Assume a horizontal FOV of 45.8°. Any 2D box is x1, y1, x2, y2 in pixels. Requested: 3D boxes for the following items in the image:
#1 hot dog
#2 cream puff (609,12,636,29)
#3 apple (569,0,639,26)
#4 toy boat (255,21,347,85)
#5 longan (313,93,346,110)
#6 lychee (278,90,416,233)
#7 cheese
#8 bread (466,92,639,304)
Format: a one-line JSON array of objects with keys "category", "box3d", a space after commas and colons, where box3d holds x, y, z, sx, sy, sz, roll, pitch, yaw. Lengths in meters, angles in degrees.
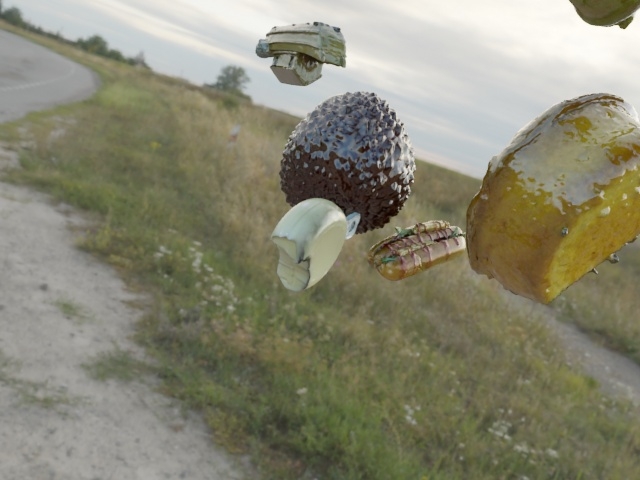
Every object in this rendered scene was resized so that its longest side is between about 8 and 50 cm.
[{"category": "hot dog", "box3d": [0.200, 0.009, 1.507, 0.250, 0.076, 0.104, -18, 48, -34]}, {"category": "cream puff", "box3d": [0.663, -0.584, 1.606, 0.185, 0.281, 0.282, 16, 6, 15]}, {"category": "apple", "box3d": [0.516, -0.479, 1.315, 0.188, 0.173, 0.207, -28, -11, 28]}, {"category": "toy boat", "box3d": [-0.057, -0.500, 2.042, 0.136, 0.162, 0.445, 11, 7, -27]}, {"category": "longan", "box3d": [0.071, -0.323, 2.157, 0.213, 0.198, 0.198, 8, 6, 5]}, {"category": "lychee", "box3d": [0.059, -0.146, 1.482, 0.276, 0.304, 0.275, 12, -21, 5]}, {"category": "cheese", "box3d": [0.007, -0.018, 1.260, 0.071, 0.163, 0.249, 28, 44, 21]}, {"category": "bread", "box3d": [0.351, -0.077, 1.058, 0.194, 0.340, 0.179, 51, -3, 36]}]
